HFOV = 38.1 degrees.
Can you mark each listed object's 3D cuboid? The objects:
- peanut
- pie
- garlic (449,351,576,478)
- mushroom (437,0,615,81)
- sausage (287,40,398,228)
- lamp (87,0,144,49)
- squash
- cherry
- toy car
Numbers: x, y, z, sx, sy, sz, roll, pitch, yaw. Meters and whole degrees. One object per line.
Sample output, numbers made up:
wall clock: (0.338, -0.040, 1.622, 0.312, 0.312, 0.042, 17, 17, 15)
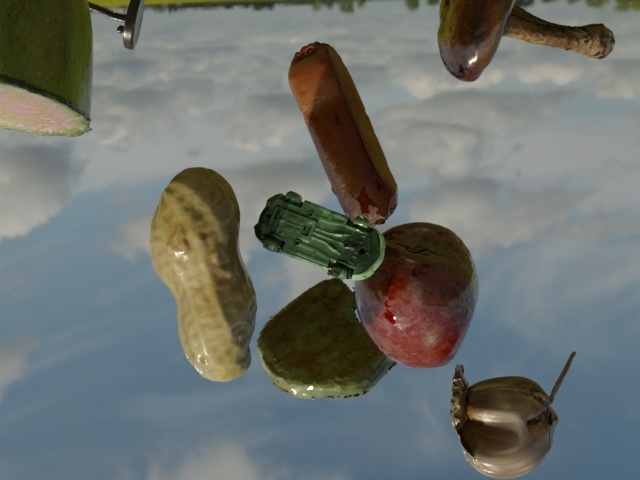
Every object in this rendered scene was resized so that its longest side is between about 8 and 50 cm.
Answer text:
peanut: (-0.151, 0.048, 1.227, 0.130, 0.290, 0.130, -12, -171, 2)
pie: (0.005, 0.226, 2.083, 0.296, 0.078, 0.371, -19, -142, -6)
garlic: (0.305, 0.259, 1.542, 0.207, 0.257, 0.207, 31, 175, 3)
mushroom: (0.254, -0.255, 1.105, 0.217, 0.148, 0.227, 18, -134, -5)
sausage: (0.039, -0.174, 1.533, 0.097, 0.348, 0.094, -30, 157, 22)
lamp: (-0.509, -0.512, 1.870, 0.371, 0.130, 0.108, 26, -138, 9)
squash: (-0.492, -0.360, 1.529, 0.310, 0.309, 0.310, 12, 170, 2)
cherry: (0.151, 0.097, 1.524, 0.206, 0.239, 0.239, 15, -166, -3)
toy car: (0.000, 0.000, 1.253, 0.186, 0.093, 0.058, 21, 166, 19)
